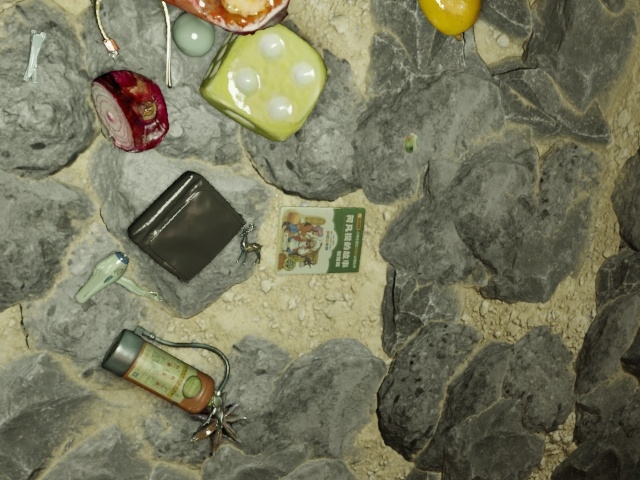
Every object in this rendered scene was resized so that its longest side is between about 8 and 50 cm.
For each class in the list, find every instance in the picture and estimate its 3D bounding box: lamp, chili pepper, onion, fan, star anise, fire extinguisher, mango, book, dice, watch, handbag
[{"bbox_3d":[-0.305,-0.496,1.398,0.105,0.105,0.105,-6,107,-21],"label":"lamp"},{"bbox_3d":[-0.241,-0.577,1.278,0.251,0.305,0.229,-39,130,-24],"label":"chili pepper"},{"bbox_3d":[-0.419,-0.304,1.342,0.140,0.218,0.195,-27,110,-35],"label":"onion"},{"bbox_3d":[0.282,-0.290,1.751,0.080,0.003,0.060,21,97,-26],"label":"fan"},{"bbox_3d":[-0.309,0.536,1.703,0.204,0.061,0.181,38,68,-26],"label":"star anise"},{"bbox_3d":[-0.385,0.355,1.587,0.376,0.113,0.200,37,77,-20],"label":"fire extinguisher"},{"bbox_3d":[0.347,-0.707,1.598,0.176,0.119,0.317,-28,109,-4],"label":"mango"},{"bbox_3d":[0.000,0.000,1.704,0.264,0.027,0.202,0,104,-22],"label":"book"},{"bbox_3d":[-0.140,-0.396,1.427,0.238,0.227,0.233,29,91,-25],"label":"dice"},{"bbox_3d":[-0.435,-0.490,1.357,0.164,0.102,0.268,-10,114,-22],"label":"watch"},{"bbox_3d":[-0.350,-0.037,1.528,0.247,0.080,0.223,-46,123,-7],"label":"handbag"}]

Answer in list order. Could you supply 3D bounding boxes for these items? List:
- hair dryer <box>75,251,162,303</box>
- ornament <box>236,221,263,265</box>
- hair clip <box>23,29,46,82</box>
[{"bbox_3d":[-0.537,0.135,1.522,0.167,0.067,0.199,-31,129,-2],"label":"hair dryer"},{"bbox_3d":[-0.195,0.008,1.627,0.073,0.028,0.125,2,106,-22],"label":"ornament"},{"bbox_3d":[-0.650,-0.417,1.315,0.030,0.039,0.115,11,103,-19],"label":"hair clip"}]
